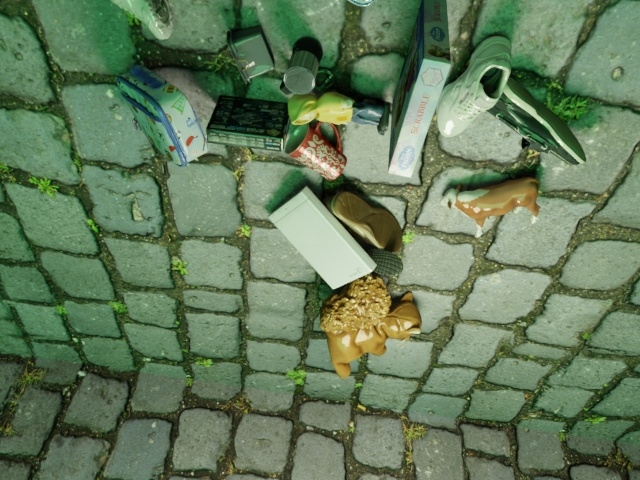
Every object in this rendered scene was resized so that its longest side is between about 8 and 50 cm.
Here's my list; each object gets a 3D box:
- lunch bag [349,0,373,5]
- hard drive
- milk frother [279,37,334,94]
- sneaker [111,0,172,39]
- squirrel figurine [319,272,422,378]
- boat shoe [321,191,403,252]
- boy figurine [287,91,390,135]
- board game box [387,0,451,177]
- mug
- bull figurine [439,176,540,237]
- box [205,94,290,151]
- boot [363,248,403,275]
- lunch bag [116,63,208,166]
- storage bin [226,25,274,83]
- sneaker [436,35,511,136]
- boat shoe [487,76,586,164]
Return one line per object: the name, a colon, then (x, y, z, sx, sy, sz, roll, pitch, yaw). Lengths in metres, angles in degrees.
lunch bag: (0.064, -0.658, 1.250, 0.218, 0.090, 0.176, 26, 133, -18)
hard drive: (0.000, 0.000, 1.871, 0.353, 0.047, 0.233, 48, 141, -10)
milk frother: (-0.025, -0.437, 1.463, 0.143, 0.135, 0.129, 21, 142, -13)
sneaker: (-0.472, -0.614, 1.395, 0.115, 0.090, 0.232, -13, 124, 30)
squirrel figurine: (0.201, 0.309, 2.134, 0.370, 0.281, 0.397, -12, 136, 12)
boat shoe: (0.143, -0.061, 1.874, 0.342, 0.123, 0.123, 28, 165, -34)
boy figurine: (0.050, -0.360, 1.533, 0.285, 0.092, 0.177, 4, 177, -6)
board game box: (0.238, -0.378, 1.354, 0.065, 0.319, 0.318, 11, 136, -1)
mug: (0.002, -0.272, 1.657, 0.169, 0.113, 0.150, 33, 134, -29)
bull figurine: (0.544, -0.113, 1.748, 0.310, 0.101, 0.188, -11, 138, 23)
box: (-0.201, -0.338, 1.569, 0.220, 0.175, 0.051, 7, 138, 1)
boot: (0.206, 0.073, 1.945, 0.246, 0.084, 0.161, 12, 179, 33)
lunch bag: (-0.450, -0.357, 1.534, 0.303, 0.115, 0.243, 35, 156, 38)
storage bin: (-0.182, -0.499, 1.461, 0.091, 0.098, 0.135, -16, 133, 10)
sneaker: (0.397, -0.381, 1.448, 0.114, 0.152, 0.305, 15, 138, -10)
boat shoe: (0.590, -0.304, 1.518, 0.340, 0.127, 0.113, 31, 134, -20)
